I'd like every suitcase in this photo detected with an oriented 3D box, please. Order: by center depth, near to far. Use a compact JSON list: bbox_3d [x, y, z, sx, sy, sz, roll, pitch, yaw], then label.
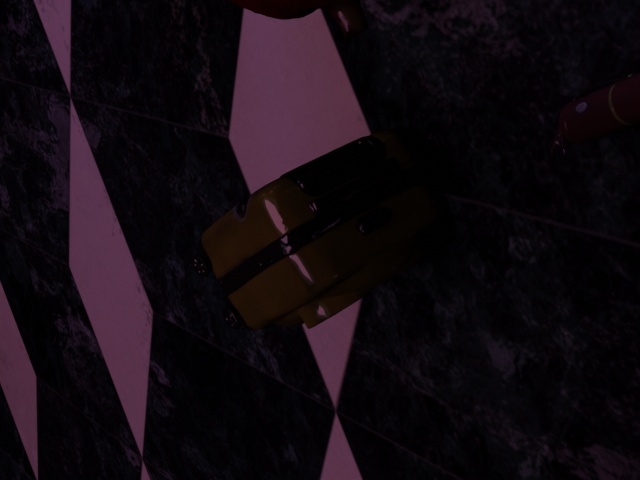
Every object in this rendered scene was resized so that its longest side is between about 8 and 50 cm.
[{"bbox_3d":[0.000,0.000,1.218,0.143,0.194,0.235,60,149,1],"label":"suitcase"}]

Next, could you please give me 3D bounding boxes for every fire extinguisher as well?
[{"bbox_3d":[0.228,-0.104,0.944,0.132,0.039,0.056,-21,56,60],"label":"fire extinguisher"}]

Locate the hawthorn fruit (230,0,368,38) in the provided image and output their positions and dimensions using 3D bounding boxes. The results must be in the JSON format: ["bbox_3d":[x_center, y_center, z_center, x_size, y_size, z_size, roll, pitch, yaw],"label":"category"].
[{"bbox_3d":[-0.025,-0.320,1.027,0.265,0.265,0.307,-4,120,58],"label":"hawthorn fruit"}]
